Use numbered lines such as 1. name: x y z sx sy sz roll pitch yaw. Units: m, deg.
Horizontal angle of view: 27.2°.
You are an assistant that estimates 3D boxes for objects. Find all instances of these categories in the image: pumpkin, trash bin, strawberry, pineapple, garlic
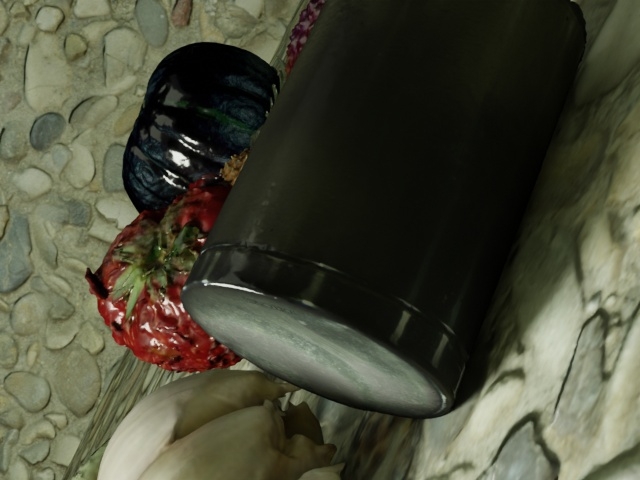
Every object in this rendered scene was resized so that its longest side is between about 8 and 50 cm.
1. pumpkin: -0.208 -0.175 2.367 0.363 0.266 0.363 -158 90 -78
2. trash bin: 0.052 -0.049 0.952 0.301 0.203 0.252 -67 -30 -20
3. strawberry: -0.147 0.056 1.680 0.274 0.220 0.274 -18 47 21
4. pineapple: -0.071 -0.152 2.080 0.130 0.119 0.277 49 -120 -53
5. garlic: -0.076 0.195 1.010 0.203 0.184 0.281 -62 11 13

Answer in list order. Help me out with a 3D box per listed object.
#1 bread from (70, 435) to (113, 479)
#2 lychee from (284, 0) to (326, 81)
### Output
1. bread: -0.194 0.312 1.349 0.267 0.040 0.267 -37 -46 -51
2. lychee: 0.044 -0.177 1.334 0.188 0.188 0.188 -60 11 19
